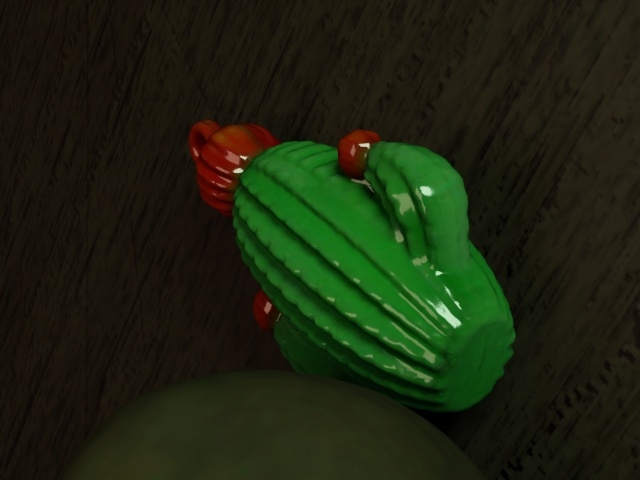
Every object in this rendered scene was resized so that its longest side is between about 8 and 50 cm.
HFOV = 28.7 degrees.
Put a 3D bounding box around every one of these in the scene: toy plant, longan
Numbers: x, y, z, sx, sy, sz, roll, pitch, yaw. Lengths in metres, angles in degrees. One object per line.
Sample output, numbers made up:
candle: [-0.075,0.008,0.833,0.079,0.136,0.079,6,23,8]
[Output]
toy plant: [0.006,0.013,0.671,0.240,0.088,0.155,9,115,53]
longan: [-0.018,0.201,0.565,0.297,0.297,0.297,5,97,46]
